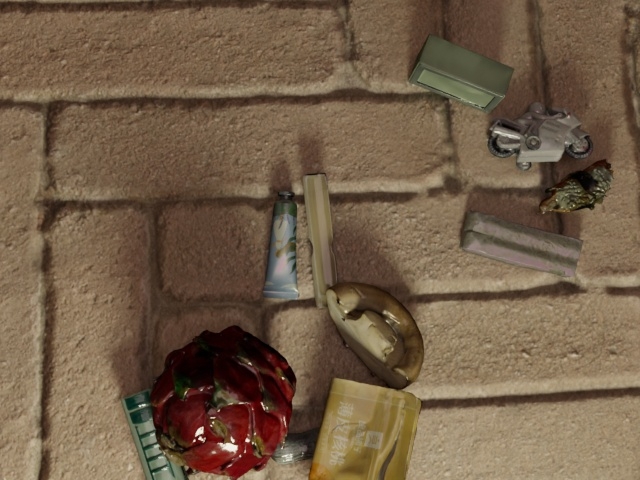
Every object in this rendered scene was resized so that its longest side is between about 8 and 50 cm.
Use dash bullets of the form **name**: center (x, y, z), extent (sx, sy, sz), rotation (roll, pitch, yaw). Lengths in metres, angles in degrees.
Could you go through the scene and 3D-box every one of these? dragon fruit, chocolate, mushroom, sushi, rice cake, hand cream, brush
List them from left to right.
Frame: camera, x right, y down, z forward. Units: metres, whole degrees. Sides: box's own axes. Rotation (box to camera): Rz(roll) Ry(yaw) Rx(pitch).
- **dragon fruit**: center (-0.202, 0.339, 1.693), extent (0.329, 0.329, 0.329), rotation (1, 80, -6)
- **hand cream**: center (-0.086, 0.011, 1.899), extent (0.088, 0.055, 0.256), rotation (4, 86, -1)
- **chocolate**: center (-0.035, 0.465, 1.808), extent (0.167, 0.072, 0.072), rotation (-7, 81, -5)
- **brush**: center (0.000, 0.000, 1.911), extent (0.060, 0.050, 0.321), rotation (-6, 88, -10)
- **mushroom**: center (0.143, 0.196, 1.845), extent (0.151, 0.156, 0.286), rotation (-35, 82, -30)
- **rice cake**: center (0.492, 0.012, 1.954), extent (0.298, 0.050, 0.106), rotation (15, 79, -4)
- **sushi**: center (0.644, -0.119, 1.971), extent (0.226, 0.103, 0.097), rotation (-28, 101, -8)

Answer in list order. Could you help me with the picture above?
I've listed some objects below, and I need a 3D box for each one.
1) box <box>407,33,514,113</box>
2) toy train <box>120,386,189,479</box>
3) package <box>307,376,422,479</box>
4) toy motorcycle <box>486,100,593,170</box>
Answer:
- **box**: center (0.344, -0.406, 1.973), extent (0.225, 0.129, 0.086), rotation (21, 78, -2)
- **toy train**: center (-0.336, 0.527, 1.757), extent (0.086, 0.088, 0.407), rotation (-19, 83, -9)
- **package**: center (0.111, 0.475, 1.740), extent (0.221, 0.165, 0.311), rotation (22, 74, -29)
- **toy motorcycle**: center (0.544, -0.272, 1.991), extent (0.260, 0.110, 0.171), rotation (1, 64, 1)
